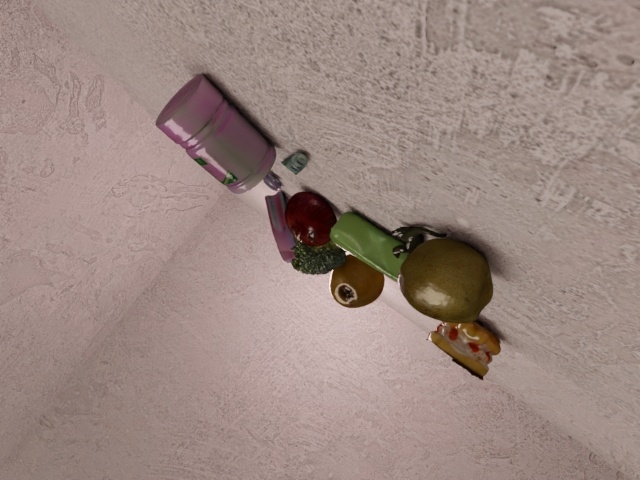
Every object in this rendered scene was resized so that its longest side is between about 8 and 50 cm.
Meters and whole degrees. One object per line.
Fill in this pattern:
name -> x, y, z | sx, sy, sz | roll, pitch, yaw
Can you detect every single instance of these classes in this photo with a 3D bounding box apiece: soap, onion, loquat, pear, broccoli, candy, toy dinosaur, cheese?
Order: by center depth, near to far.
pear -> 0.293, 0.094, 0.995 | 0.211, 0.188, 0.228 | 12, 160, 36
toy dinosaur -> 0.289, -0.003, 1.129 | 0.179, 0.087, 0.187 | -19, 152, 37
candy -> 0.190, 0.032, 1.386 | 0.343, 0.132, 0.142 | 35, 160, 23
onion -> -0.048, -0.082, 1.629 | 0.161, 0.248, 0.248 | -13, -147, -40
cheese -> -0.219, -0.267, 1.863 | 0.105, 0.042, 0.191 | 36, 171, 1
broccoli -> 0.017, 0.014, 1.897 | 0.249, 0.301, 0.375 | 11, -170, 26
loquat -> 0.177, 0.191, 2.028 | 0.275, 0.275, 0.275 | 37, 173, 5
soap -> -0.172, -0.061, 2.057 | 0.193, 0.109, 0.323 | 50, -158, -68

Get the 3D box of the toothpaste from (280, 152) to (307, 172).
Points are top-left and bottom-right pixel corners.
toothpaste -> -0.083, -0.243, 1.324 | 0.075, 0.048, 0.297 | 36, 178, -12

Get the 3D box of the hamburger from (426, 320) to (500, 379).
hamburger -> 0.568, 0.392, 1.629 | 0.261, 0.186, 0.303 | 35, -177, 33

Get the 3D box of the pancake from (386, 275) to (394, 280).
pancake -> 0.248, 0.084, 1.595 | 0.356, 0.065, 0.356 | 32, -172, -5

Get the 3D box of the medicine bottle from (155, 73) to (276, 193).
medicine bottle -> -0.315, -0.319, 1.292 | 0.325, 0.212, 0.212 | 42, 172, -37
